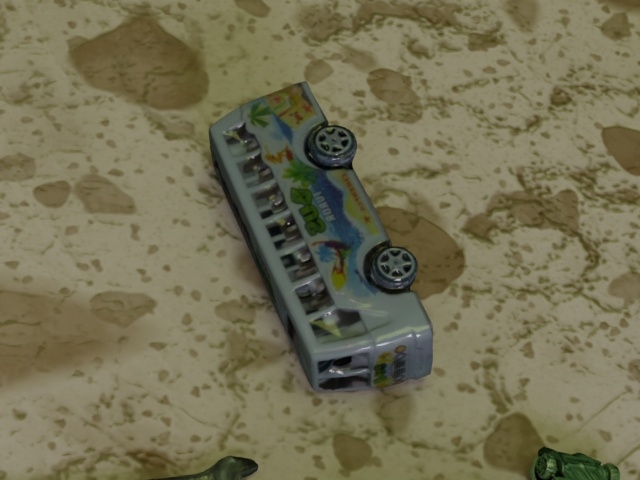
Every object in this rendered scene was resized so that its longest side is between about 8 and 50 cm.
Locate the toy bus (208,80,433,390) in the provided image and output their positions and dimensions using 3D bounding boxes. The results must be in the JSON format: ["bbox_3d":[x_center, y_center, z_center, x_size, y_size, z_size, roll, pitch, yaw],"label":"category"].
[{"bbox_3d":[0.000,0.000,1.757,0.136,0.109,0.330,-18,59,-12],"label":"toy bus"}]

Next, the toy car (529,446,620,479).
[{"bbox_3d":[0.253,0.259,1.614,0.093,0.058,0.186,13,26,-28],"label":"toy car"}]

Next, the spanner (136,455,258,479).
[{"bbox_3d":[-0.192,0.239,1.593,0.302,0.017,0.071,-4,55,-15],"label":"spanner"}]
